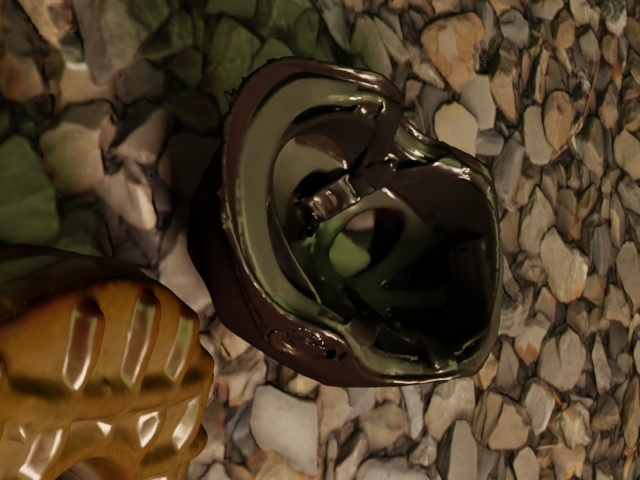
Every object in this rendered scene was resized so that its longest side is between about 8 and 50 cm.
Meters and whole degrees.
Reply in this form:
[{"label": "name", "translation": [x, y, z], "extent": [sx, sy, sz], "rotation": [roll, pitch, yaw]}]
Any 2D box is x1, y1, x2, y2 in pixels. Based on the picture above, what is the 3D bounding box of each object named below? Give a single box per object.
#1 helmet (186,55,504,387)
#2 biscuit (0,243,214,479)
[{"label": "helmet", "translation": [0.000, 0.000, 0.713], "extent": [0.305, 0.177, 0.225], "rotation": [31, 59, -28]}, {"label": "biscuit", "translation": [-0.178, 0.156, 0.489], "extent": [0.332, 0.103, 0.332], "rotation": [-53, 156, -35]}]
